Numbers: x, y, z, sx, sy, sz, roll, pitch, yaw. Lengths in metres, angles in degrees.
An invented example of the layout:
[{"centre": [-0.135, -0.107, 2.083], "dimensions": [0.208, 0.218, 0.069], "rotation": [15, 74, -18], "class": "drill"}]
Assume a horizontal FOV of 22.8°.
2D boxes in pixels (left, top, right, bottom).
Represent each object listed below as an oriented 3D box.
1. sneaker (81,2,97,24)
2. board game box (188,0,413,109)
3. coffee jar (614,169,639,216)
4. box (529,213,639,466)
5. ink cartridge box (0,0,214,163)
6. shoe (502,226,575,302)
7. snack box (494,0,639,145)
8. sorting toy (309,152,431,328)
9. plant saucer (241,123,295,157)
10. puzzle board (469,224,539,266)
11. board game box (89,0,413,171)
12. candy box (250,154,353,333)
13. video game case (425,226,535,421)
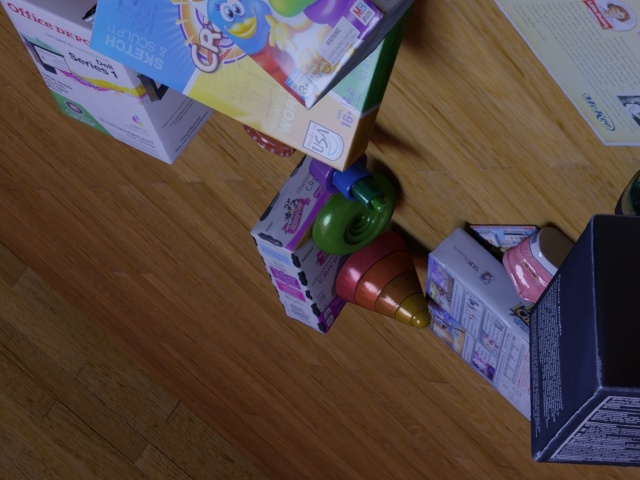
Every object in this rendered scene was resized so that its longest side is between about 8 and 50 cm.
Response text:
[{"centre": [-0.176, -0.292, 1.746], "dimensions": [0.099, 0.153, 0.282], "rotation": [37, 160, -4], "class": "sneaker"}, {"centre": [-0.048, -0.281, 1.452], "dimensions": [0.275, 0.144, 0.142], "rotation": [43, 132, 1], "class": "board game box"}, {"centre": [0.361, -0.045, 1.549], "dimensions": [0.096, 0.079, 0.184], "rotation": [34, 161, -1], "class": "coffee jar"}, {"centre": [0.379, 0.108, 1.558], "dimensions": [0.296, 0.182, 0.294], "rotation": [3, 160, -4], "class": "box"}, {"centre": [-0.275, -0.250, 2.056], "dimensions": [0.201, 0.117, 0.278], "rotation": [26, 158, 25], "class": "ink cartridge box"}, {"centre": [0.299, 0.061, 1.900], "dimensions": [0.178, 0.063, 0.081], "rotation": [44, 146, -9], "class": "shoe"}, {"centre": [0.250, -0.205, 1.390], "dimensions": [0.322, 0.060, 0.187], "rotation": [47, 158, -29], "class": "snack box"}, {"centre": [0.079, 0.011, 2.017], "dimensions": [0.126, 0.127, 0.365], "rotation": [47, 169, 30], "class": "sorting toy"}, {"centre": [-0.068, -0.143, 2.120], "dimensions": [0.083, 0.013, 0.083], "rotation": [32, 160, 13], "class": "plant saucer"}, {"centre": [0.251, 0.015, 1.966], "dimensions": [0.096, 0.011, 0.128], "rotation": [45, 158, -25], "class": "puzzle board"}, {"centre": [-0.071, -0.243, 1.622], "dimensions": [0.316, 0.064, 0.242], "rotation": [26, 127, 13], "class": "board game box"}, {"centre": [0.000, 0.000, 2.120], "dimensions": [0.071, 0.159, 0.233], "rotation": [24, 158, 25], "class": "candy box"}, {"centre": [0.244, 0.125, 2.075], "dimensions": [0.244, 0.061, 0.269], "rotation": [42, 165, 16], "class": "video game case"}]
